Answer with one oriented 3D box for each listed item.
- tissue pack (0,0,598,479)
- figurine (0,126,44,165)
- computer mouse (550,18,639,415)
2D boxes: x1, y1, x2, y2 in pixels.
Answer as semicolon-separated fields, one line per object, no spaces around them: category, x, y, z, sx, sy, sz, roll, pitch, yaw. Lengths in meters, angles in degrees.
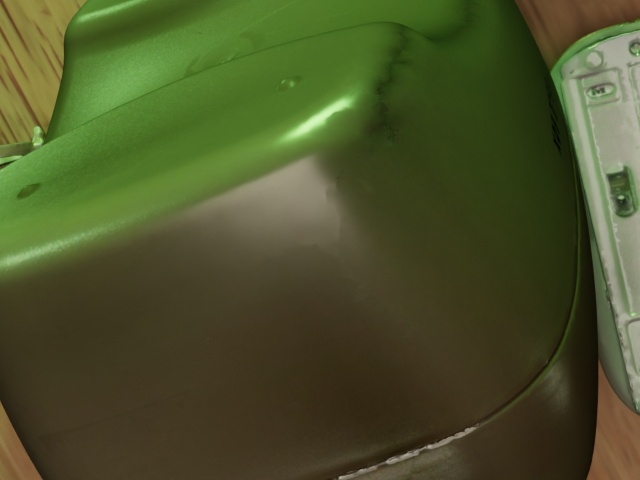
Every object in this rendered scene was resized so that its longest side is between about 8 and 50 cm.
tissue pack;0.000;0.000;0.742;0.267;0.387;0.276;-19;116;14
figurine;-0.198;0.009;0.926;0.132;0.132;0.153;-12;88;13
computer mouse;0.209;-0.011;0.868;0.126;0.056;0.245;-13;101;14
